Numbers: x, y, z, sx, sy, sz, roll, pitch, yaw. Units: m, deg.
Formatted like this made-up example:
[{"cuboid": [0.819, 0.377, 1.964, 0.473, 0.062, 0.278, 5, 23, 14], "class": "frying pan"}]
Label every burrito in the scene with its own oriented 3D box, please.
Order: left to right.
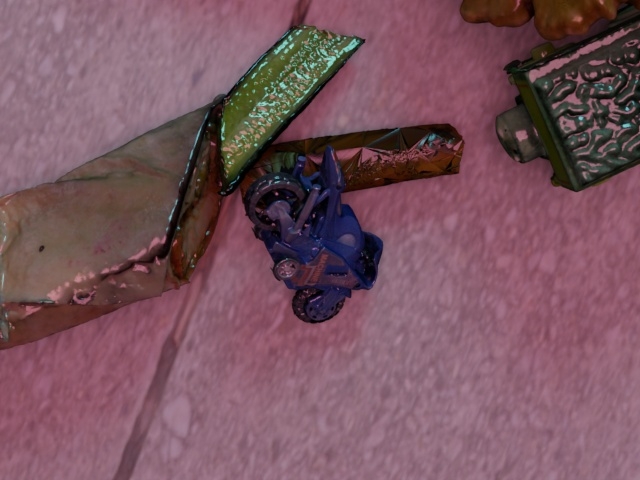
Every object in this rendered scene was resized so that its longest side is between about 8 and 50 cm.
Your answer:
[{"cuboid": [-0.218, -0.002, 1.554, 0.347, 0.107, 0.175, -25, 70, -3], "class": "burrito"}]

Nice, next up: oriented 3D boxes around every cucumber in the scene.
[{"cuboid": [-0.051, -0.138, 1.562, 0.070, 0.046, 0.220, 40, 73, 2], "class": "cucumber"}]

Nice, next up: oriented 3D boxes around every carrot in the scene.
[{"cuboid": [0.030, -0.077, 1.585, 0.228, 0.069, 0.069, -9, 95, -1], "class": "carrot"}]

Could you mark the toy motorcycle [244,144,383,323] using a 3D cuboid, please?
[{"cuboid": [0.000, 0.000, 1.559, 0.114, 0.076, 0.205, -25, 131, -1], "class": "toy motorcycle"}]

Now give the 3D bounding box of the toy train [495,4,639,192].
[{"cuboid": [0.303, -0.149, 1.524, 0.271, 0.188, 0.159, -25, 96, -1], "class": "toy train"}]

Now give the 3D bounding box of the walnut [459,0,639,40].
[{"cuboid": [0.224, -0.294, 1.456, 0.269, 0.221, 0.244, -5, 76, 33], "class": "walnut"}]
